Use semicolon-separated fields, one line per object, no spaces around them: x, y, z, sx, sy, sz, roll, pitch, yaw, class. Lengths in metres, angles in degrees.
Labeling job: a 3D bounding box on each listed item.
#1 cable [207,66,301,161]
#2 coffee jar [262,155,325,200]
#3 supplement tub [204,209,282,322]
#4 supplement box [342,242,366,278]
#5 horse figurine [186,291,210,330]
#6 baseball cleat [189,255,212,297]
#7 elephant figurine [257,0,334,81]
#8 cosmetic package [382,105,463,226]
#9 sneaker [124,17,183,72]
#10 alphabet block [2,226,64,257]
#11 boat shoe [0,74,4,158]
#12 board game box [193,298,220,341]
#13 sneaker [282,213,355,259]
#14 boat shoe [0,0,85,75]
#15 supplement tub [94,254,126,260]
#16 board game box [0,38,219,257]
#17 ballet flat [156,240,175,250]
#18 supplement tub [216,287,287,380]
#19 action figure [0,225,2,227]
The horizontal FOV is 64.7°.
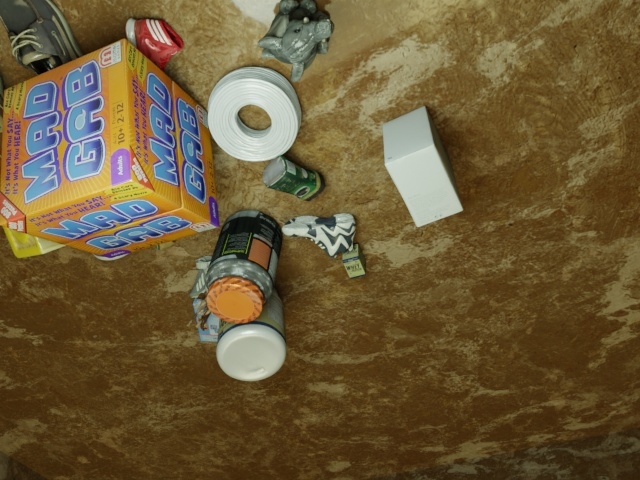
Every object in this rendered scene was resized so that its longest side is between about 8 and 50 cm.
-0.182;-0.340;1.385;0.257;0.089;0.257;4;129;2;cable
-0.073;-0.177;1.476;0.096;0.079;0.184;-34;148;30;coffee jar
-0.236;0.077;1.568;0.207;0.338;0.207;2;129;3;supplement tub
0.113;0.068;1.697;0.056;0.083;0.083;-15;125;15;supplement box
-0.393;0.223;1.793;0.066;0.174;0.263;35;142;2;horse figurine
-0.419;0.122;1.803;0.206;0.072;0.109;-38;104;24;baseball cleat
-0.061;-0.464;1.179;0.169;0.239;0.186;9;129;-4;elephant figurine
0.275;-0.203;1.376;0.138;0.224;0.225;-22;125;21;cosmetic package
-0.416;-0.458;1.311;0.128;0.087;0.221;0;130;5;sneaker
-0.760;-0.077;1.421;0.192;0.197;0.193;-8;105;41;alphabet block
-0.904;-0.343;1.370;0.122;0.120;0.324;-16;110;11;boat shoe
-0.399;0.315;1.964;0.160;0.039;0.211;3;130;1;board game box
0.000;0.000;1.644;0.235;0.094;0.153;-8;120;-2;sneaker
-0.698;-0.492;1.273;0.132;0.130;0.355;-21;124;20;boat shoe
-0.688;-0.051;1.621;0.144;0.144;0.200;-1;129;5;supplement tub
-0.510;-0.198;1.269;0.356;0.356;0.356;-15;162;15;board game box
-0.526;-0.071;1.653;0.073;0.080;0.232;-17;134;-18;ballet flat
-0.235;0.296;1.739;0.228;0.316;0.228;-3;120;-5;supplement tub
-1.005;-0.116;1.567;0.370;0.248;0.276;1;90;37;action figure
